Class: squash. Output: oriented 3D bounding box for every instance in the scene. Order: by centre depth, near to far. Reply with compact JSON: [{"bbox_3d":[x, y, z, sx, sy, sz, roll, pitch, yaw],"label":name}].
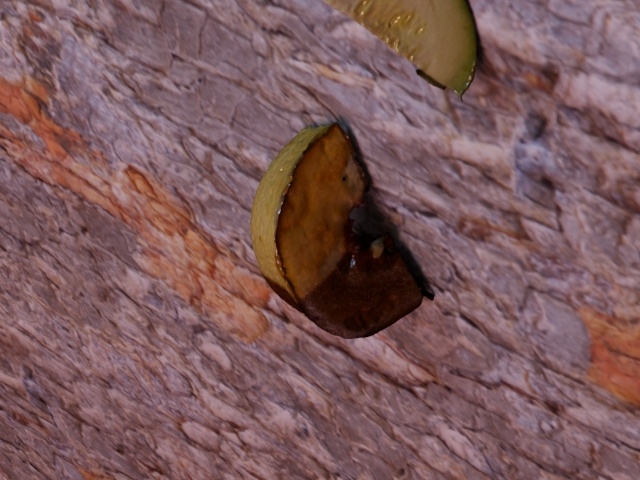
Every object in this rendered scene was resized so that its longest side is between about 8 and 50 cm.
[{"bbox_3d":[0.029,-0.216,1.358,0.252,0.093,0.169,42,-165,6],"label":"squash"}]

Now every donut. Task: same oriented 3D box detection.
[{"bbox_3d":[0.000,-0.001,1.658,0.085,0.141,0.217,17,137,51],"label":"donut"}]
